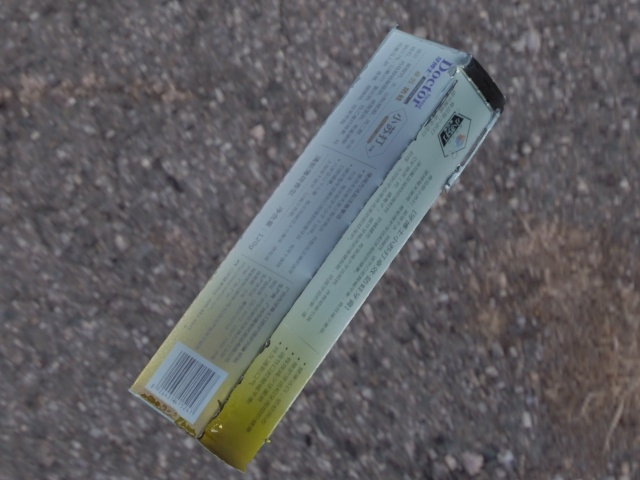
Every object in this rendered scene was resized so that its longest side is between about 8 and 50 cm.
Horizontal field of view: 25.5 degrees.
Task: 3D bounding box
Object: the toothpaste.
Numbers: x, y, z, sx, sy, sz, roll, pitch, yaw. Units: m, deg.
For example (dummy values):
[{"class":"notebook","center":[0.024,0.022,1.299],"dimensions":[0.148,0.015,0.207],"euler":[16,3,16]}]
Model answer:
[{"class":"toothpaste","center":[0.000,0.000,0.948],"dimensions":[0.089,0.071,0.312],"euler":[27,78,45]}]
